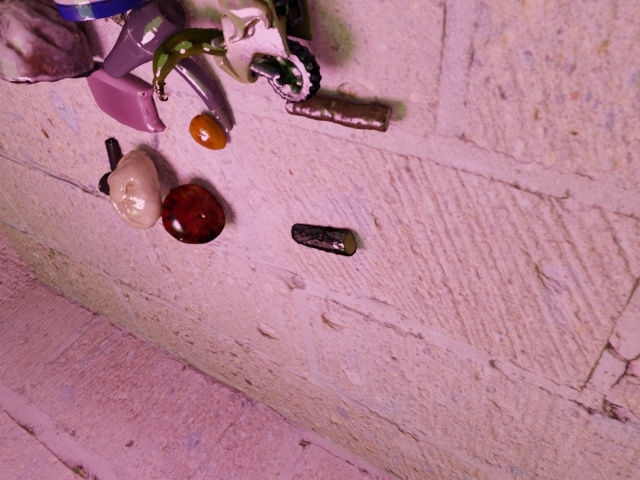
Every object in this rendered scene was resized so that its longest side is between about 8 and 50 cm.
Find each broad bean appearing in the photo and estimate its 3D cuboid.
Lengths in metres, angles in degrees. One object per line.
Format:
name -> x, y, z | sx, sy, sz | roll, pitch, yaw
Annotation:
broad bean -> -0.265, -0.413, 1.214 | 0.292, 0.049, 0.144 | -10, 124, 12

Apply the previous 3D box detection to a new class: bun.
bun -> -0.607, -0.153, 1.743 | 0.259, 0.160, 0.259 | 45, 144, 48

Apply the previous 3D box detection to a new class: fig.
fig -> -0.430, -0.075, 1.734 | 0.203, 0.186, 0.249 | 34, 158, -26

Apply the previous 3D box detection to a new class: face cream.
face cream -> -0.494, -0.575, 1.180 | 0.206, 0.206, 0.111 | 17, 140, 28

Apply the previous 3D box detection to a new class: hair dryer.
hair dryer -> -0.362, -0.404, 1.348 | 0.301, 0.121, 0.361 | -18, 125, 44
hair dryer -> -0.713, -0.245, 1.886 | 0.197, 0.089, 0.251 | 22, 136, 24

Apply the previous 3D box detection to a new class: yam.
yam -> 0.039, -0.281, 1.161 | 0.252, 0.061, 0.061 | 18, 141, 27

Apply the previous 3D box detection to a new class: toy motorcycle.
toy motorcycle -> -0.129, -0.460, 1.019 | 0.237, 0.169, 0.410 | 10, 131, 27

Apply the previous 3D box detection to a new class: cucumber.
cucumber -> -0.001, 0.003, 1.519 | 0.211, 0.062, 0.078 | 6, 135, 38

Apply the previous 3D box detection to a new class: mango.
mango -> -0.307, -0.294, 1.462 | 0.080, 0.060, 0.114 | -27, 109, 39

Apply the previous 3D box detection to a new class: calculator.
calculator -> -0.603, -0.426, 1.600 | 0.294, 0.043, 0.194 | 24, 144, 22

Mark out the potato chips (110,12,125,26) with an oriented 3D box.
potato chips -> -0.589, -0.639, 1.360 | 0.220, 0.029, 0.202 | 5, 133, 35

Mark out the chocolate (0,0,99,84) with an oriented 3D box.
chocolate -> -0.769, -0.561, 1.423 | 0.303, 0.303, 0.213 | 23, 126, 22
